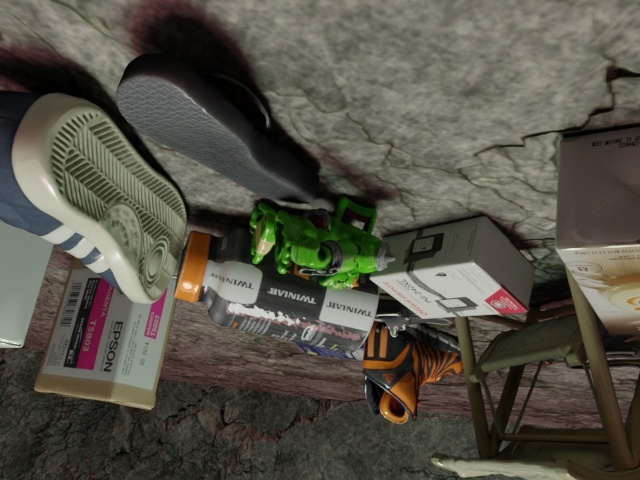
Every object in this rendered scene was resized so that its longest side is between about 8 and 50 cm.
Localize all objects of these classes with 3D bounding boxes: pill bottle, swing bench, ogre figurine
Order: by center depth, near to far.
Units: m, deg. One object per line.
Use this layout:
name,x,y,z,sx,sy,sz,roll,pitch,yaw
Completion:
ogre figurine,0.000,0.000,0.637,0.118,0.097,0.197,7,169,-21
swing bench,0.277,0.168,0.739,0.165,0.255,0.253,16,160,-16
pill bottle,-0.059,0.058,0.778,0.245,0.131,0.130,14,160,-14

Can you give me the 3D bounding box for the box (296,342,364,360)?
box,0.065,0.237,1.344,0.225,0.037,0.136,4,159,13

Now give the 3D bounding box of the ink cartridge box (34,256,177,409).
ink cartridge box,-0.335,0.137,0.968,0.193,0.235,0.088,-5,156,33

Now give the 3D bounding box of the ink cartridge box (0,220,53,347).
ink cartridge box,-0.484,0.041,0.832,0.272,0.197,0.114,-10,154,44

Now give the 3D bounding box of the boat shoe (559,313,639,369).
boat shoe,0.483,0.159,0.853,0.284,0.093,0.103,7,160,8

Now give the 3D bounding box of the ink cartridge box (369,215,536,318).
ink cartridge box,0.149,0.037,0.697,0.109,0.063,0.150,37,148,-30

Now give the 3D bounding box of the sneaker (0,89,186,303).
sneaker,-0.251,-0.040,0.633,0.148,0.131,0.350,13,155,11

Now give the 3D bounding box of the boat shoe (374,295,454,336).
boat shoe,0.114,0.125,0.976,0.205,0.065,0.075,6,160,10

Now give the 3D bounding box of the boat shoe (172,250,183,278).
boat shoe,-0.193,0.042,0.927,0.125,0.046,0.038,0,155,2

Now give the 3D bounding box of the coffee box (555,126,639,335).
coffee box,0.298,0.005,0.511,0.141,0.098,0.246,-4,156,34

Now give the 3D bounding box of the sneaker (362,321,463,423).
sneaker,0.164,0.251,1.127,0.124,0.180,0.321,-7,154,39

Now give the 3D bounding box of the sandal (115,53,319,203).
sandal,-0.077,-0.092,0.510,0.097,0.055,0.254,10,171,21
